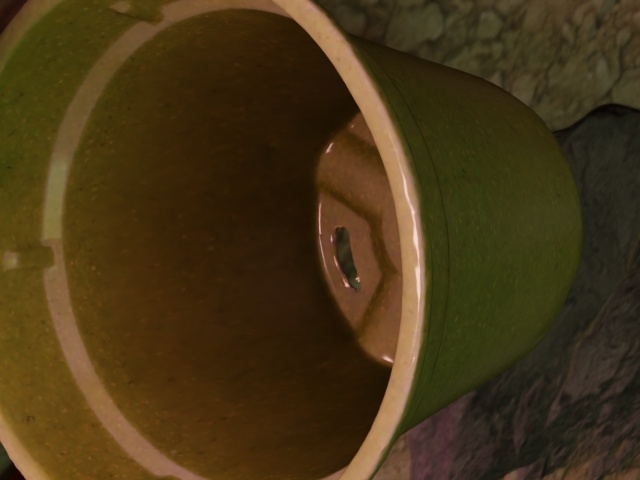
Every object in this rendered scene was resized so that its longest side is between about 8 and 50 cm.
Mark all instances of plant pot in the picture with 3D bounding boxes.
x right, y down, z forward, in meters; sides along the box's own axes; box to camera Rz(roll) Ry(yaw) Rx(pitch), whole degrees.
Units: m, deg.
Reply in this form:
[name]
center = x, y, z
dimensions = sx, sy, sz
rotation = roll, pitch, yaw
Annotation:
[plant pot]
center = 0.000, 0.000, 0.722
dimensions = 0.254, 0.276, 0.276
rotation = -7, 121, -54

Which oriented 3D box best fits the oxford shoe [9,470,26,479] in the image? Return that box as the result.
[oxford shoe]
center = -0.176, 0.218, 0.804
dimensions = 0.271, 0.097, 0.098
rotation = -43, 144, -13
